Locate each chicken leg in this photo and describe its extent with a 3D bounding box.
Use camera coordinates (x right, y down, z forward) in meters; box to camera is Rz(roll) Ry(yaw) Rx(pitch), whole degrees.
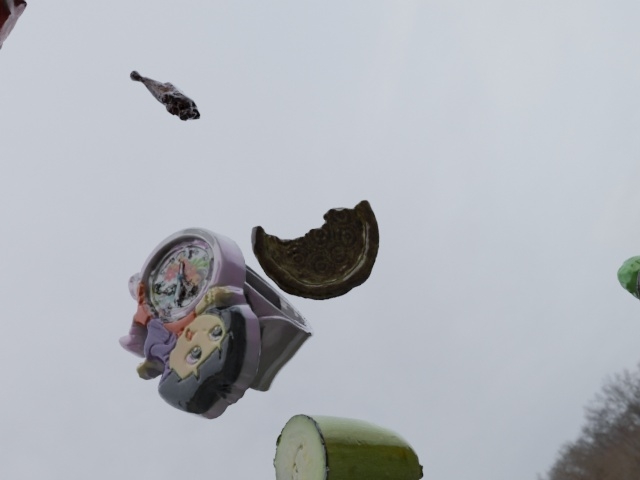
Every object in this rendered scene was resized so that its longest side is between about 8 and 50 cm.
[{"bbox_3d":[-0.312,-0.297,1.248,0.048,0.219,0.089,-55,-38,7],"label":"chicken leg"}]

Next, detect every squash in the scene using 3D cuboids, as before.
[{"bbox_3d":[0.048,0.283,0.770,0.187,0.123,0.123,12,-57,-27],"label":"squash"}]

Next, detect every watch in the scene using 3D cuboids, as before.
[{"bbox_3d":[-0.121,0.122,0.805,0.196,0.244,0.231,-48,-35,-1],"label":"watch"}]

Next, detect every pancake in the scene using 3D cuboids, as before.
[{"bbox_3d":[0.000,0.000,0.919,0.190,0.184,0.020,-51,-4,-12],"label":"pancake"}]

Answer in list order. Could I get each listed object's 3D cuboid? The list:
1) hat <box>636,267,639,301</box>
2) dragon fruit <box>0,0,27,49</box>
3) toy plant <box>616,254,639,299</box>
[{"bbox_3d":[0.343,0.044,0.551,0.121,0.121,0.050,-17,-4,-31],"label":"hat"},{"bbox_3d":[-0.297,-0.225,0.517,0.111,0.153,0.153,-19,-33,7],"label":"dragon fruit"},{"bbox_3d":[0.662,0.123,0.880,0.317,0.356,0.210,4,-56,-37],"label":"toy plant"}]
